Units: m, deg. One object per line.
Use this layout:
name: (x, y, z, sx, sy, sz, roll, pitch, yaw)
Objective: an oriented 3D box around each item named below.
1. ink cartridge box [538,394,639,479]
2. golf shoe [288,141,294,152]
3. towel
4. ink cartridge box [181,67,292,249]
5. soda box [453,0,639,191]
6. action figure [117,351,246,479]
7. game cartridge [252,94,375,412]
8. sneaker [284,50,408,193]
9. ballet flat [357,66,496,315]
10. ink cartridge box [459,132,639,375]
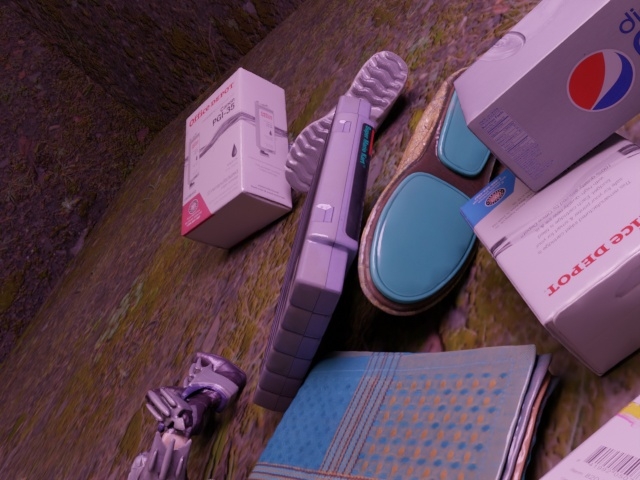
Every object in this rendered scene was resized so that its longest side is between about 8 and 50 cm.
ink cartridge box: (0.205, 0.118, 0.286, 0.198, 0.067, 0.115, -25, 15, -26)
golf shoe: (-0.084, -0.138, 1.199, 0.176, 0.069, 0.086, -15, 46, 52)
towel: (0.010, 0.240, 0.460, 0.271, 0.040, 0.370, -13, 37, 47)
ink cartridge box: (-0.167, -0.154, 1.174, 0.207, 0.117, 0.283, -30, 54, 39)
soda box: (0.241, -0.173, 0.459, 0.286, 0.091, 0.098, -41, 22, 29)
action figure: (-0.175, 0.237, 0.693, 0.185, 0.099, 0.285, -59, 3, 16)
game cartridge: (0.000, 0.000, 0.741, 0.355, 0.068, 0.230, -78, 11, -47)
sneaker: (0.053, -0.189, 1.048, 0.281, 0.105, 0.115, -46, -5, 9)
ballet flat: (0.127, -0.052, 0.688, 0.123, 0.123, 0.348, -14, 42, 51)
ink cartridge box: (0.215, -0.008, 0.492, 0.139, 0.082, 0.190, -42, 26, 15)
